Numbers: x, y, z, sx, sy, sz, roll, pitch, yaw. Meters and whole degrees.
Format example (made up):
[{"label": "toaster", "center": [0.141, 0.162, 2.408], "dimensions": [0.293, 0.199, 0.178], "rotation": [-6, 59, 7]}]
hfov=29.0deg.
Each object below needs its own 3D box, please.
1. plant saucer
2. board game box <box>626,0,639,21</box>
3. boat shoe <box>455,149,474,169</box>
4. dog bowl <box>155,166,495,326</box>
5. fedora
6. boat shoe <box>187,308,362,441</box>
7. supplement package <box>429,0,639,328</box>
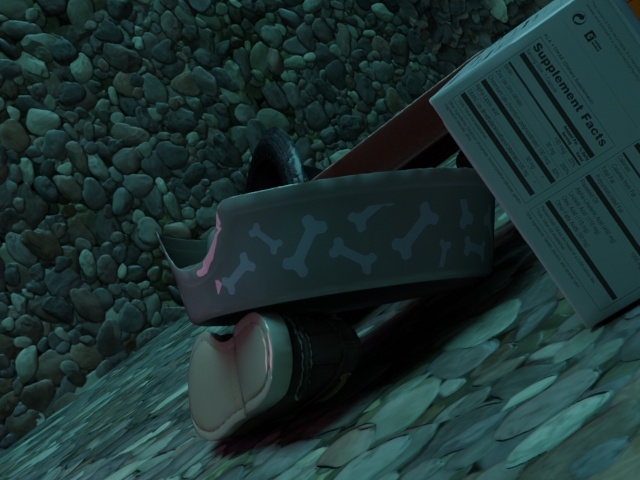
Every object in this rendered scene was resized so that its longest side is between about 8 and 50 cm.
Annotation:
[{"label": "plant saucer", "center": [0.118, -0.113, 1.381], "dimensions": [0.258, 0.048, 0.259], "rotation": [-36, -6, 17]}, {"label": "board game box", "center": [0.446, -0.337, 1.015], "dimensions": [0.356, 0.357, 0.356], "rotation": [-36, 5, -18]}, {"label": "boat shoe", "center": [0.284, -0.123, 1.387], "dimensions": [0.324, 0.120, 0.122], "rotation": [-30, -5, -40]}, {"label": "dog bowl", "center": [0.014, 0.014, 1.239], "dimensions": [0.348, 0.102, 0.349], "rotation": [-10, -6, -1]}, {"label": "fedora", "center": [0.000, 0.000, 1.622], "dimensions": [0.152, 0.334, 0.334], "rotation": [-4, -4, -15]}, {"label": "boat shoe", "center": [-0.059, 0.135, 1.253], "dimensions": [0.096, 0.117, 0.324], "rotation": [-3, -14, -22]}, {"label": "supplement package", "center": [0.216, -0.085, 0.966], "dimensions": [0.145, 0.204, 0.262], "rotation": [-34, 4, 19]}]
